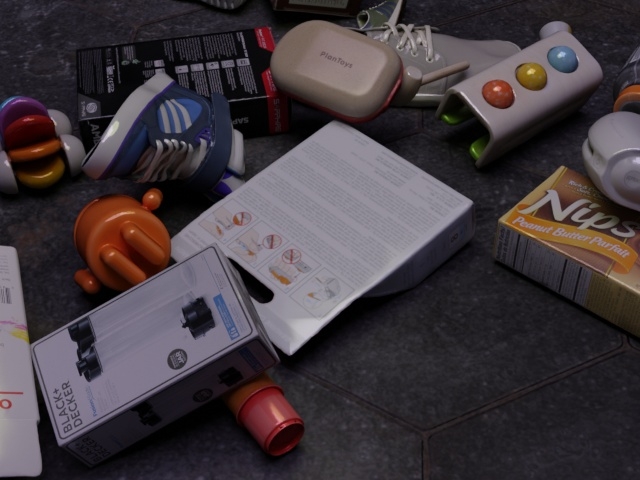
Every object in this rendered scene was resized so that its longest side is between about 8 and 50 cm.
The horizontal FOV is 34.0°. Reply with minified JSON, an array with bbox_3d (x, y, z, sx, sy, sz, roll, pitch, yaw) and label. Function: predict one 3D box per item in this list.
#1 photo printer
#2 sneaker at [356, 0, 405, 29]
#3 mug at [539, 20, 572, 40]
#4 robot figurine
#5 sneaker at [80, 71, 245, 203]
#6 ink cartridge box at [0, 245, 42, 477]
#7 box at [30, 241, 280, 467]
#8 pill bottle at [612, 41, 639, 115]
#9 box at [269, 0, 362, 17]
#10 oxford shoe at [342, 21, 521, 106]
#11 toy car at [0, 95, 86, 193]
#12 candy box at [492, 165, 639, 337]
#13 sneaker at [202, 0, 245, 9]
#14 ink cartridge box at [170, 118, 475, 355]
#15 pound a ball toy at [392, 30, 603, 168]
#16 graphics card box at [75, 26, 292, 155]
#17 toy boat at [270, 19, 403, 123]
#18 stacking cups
[{"bbox_3d":[0.550,-0.100,1.589,0.307,0.107,0.256,20,23,5],"label":"photo printer"},{"bbox_3d":[0.116,-0.447,2.086,0.086,0.064,0.192,13,48,8],"label":"sneaker"},{"bbox_3d":[0.461,-0.377,2.008,0.078,0.062,0.064,-3,51,9],"label":"mug"},{"bbox_3d":[-0.295,-0.001,1.557,0.128,0.158,0.219,0,13,-23],"label":"robot figurine"},{"bbox_3d":[-0.217,-0.131,1.652,0.236,0.130,0.323,38,28,-9],"label":"sneaker"},{"bbox_3d":[-0.484,0.171,1.339,0.207,0.119,0.353,6,48,-31],"label":"ink cartridge box"},{"bbox_3d":[-0.220,0.150,1.369,0.290,0.087,0.169,-28,56,2],"label":"box"},{"bbox_3d":[0.600,-0.286,1.853,0.130,0.130,0.246,21,49,22],"label":"pill bottle"},{"bbox_3d":[-0.050,-0.624,2.200,0.191,0.143,0.381,0,42,-22],"label":"box"},{"bbox_3d":[0.155,-0.336,1.926,0.449,0.130,0.169,-2,41,-3],"label":"oxford shoe"},{"bbox_3d":[-0.494,-0.175,1.768,0.159,0.136,0.182,-20,46,-18],"label":"toy car"},{"bbox_3d":[0.440,0.022,1.560,0.316,0.087,0.183,30,49,30],"label":"candy box"},{"bbox_3d":[-0.256,-0.563,2.220,0.281,0.105,0.115,28,36,19],"label":"sneaker"},{"bbox_3d":[0.000,0.000,1.620,0.385,0.091,0.308,-39,54,-22],"label":"ink cartridge box"},{"bbox_3d":[0.305,-0.274,1.800,0.319,0.136,0.208,-29,72,-27],"label":"pound a ball toy"},{"bbox_3d":[-0.252,-0.273,1.896,0.371,0.094,0.233,-8,44,-8],"label":"graphics card box"},{"bbox_3d":[0.028,-0.273,1.792,0.231,0.151,0.151,25,72,18],"label":"toy boat"},{"bbox_3d":[-0.127,0.162,1.438,0.096,0.096,0.316,-28,52,-25],"label":"stacking cups"}]
